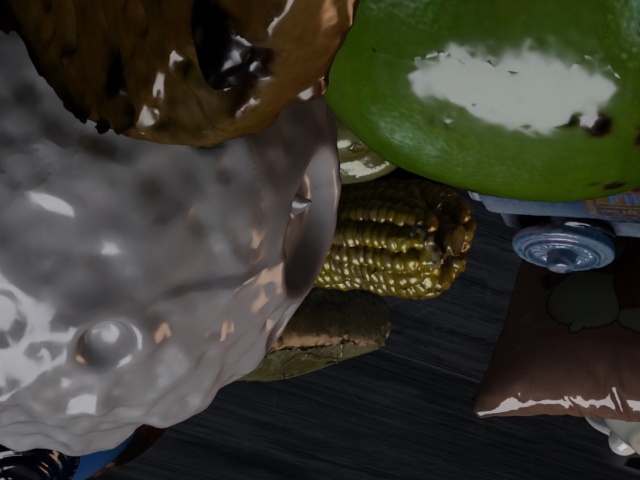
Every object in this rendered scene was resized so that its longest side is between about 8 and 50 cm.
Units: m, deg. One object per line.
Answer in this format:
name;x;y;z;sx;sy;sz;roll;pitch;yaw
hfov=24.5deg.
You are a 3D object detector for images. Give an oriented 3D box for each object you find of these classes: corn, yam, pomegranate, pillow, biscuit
corn;0.000;0.000;1.216;0.292;0.101;0.101;-3;156;42
yam;-0.054;0.079;1.361;0.259;0.106;0.106;5;170;-43
pomegranate;0.088;-0.160;0.607;0.236;0.236;0.301;5;132;18
pillow;0.235;0.040;1.026;0.236;0.223;0.084;1;143;30
biscuit;-0.060;-0.173;0.576;0.075;0.295;0.296;-12;175;-33

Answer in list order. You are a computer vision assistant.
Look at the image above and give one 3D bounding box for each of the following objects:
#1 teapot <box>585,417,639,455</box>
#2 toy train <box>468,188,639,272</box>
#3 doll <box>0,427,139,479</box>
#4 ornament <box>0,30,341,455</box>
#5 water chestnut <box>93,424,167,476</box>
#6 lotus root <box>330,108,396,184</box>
teapot;0.341;0.128;1.336;0.208;0.165;0.300;16;168;-33
toy train;0.224;-0.055;0.905;0.300;0.131;0.202;3;156;21
doll;-0.214;0.062;1.160;0.310;0.284;0.240;-38;129;20
ornament;-0.144;-0.046;0.836;0.337;0.337;0.337;10;160;4
water chestnut;-0.270;0.111;1.424;0.300;0.300;0.300;10;160;4
lotus root;-0.020;-0.081;1.042;0.183;0.077;0.090;-2;149;27
